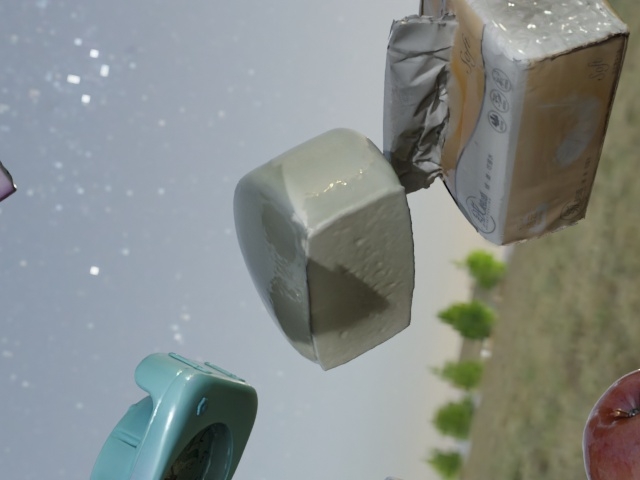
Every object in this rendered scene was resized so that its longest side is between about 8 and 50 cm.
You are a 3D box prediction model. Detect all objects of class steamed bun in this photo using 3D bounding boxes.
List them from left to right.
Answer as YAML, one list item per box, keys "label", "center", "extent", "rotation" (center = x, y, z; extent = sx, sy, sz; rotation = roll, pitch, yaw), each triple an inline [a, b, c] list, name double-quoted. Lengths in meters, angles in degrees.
- label: "steamed bun"
  center: [0.000, 0.000, 1.452]
  extent: [0.146, 0.164, 0.242]
  rotation: [-28, -40, -20]

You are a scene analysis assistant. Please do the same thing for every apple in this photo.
- label: "apple"
  center: [0.302, 0.181, 1.235]
  extent: [0.120, 0.153, 0.153]
  rotation: [48, -142, -24]

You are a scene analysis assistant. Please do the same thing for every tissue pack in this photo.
- label: "tissue pack"
  center: [0.171, -0.154, 1.505]
  extent: [0.306, 0.238, 0.239]
  rotation: [89, -164, -54]

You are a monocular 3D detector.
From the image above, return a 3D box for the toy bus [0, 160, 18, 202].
- label: "toy bus"
  center: [-0.304, -0.118, 0.864]
  extent: [0.112, 0.274, 0.090]
  rotation: [-36, 11, -8]

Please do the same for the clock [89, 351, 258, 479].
- label: "clock"
  center: [-0.186, 0.271, 1.638]
  extent: [0.274, 0.094, 0.223]
  rotation: [-64, -23, -4]

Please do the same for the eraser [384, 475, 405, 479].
- label: "eraser"
  center: [0.170, 0.352, 1.375]
  extent: [0.095, 0.270, 0.174]
  rotation: [121, 166, -86]
